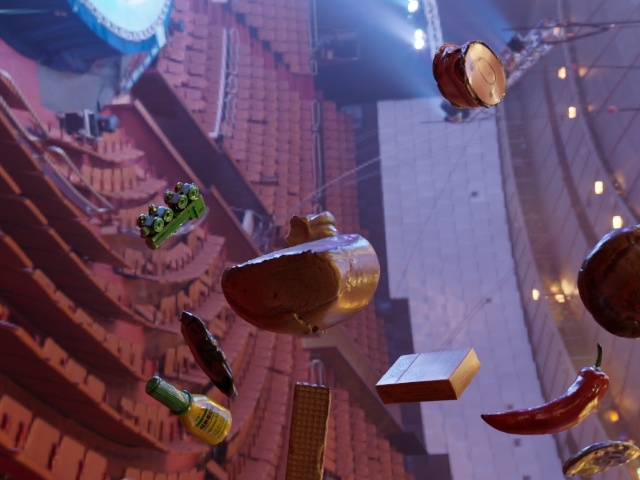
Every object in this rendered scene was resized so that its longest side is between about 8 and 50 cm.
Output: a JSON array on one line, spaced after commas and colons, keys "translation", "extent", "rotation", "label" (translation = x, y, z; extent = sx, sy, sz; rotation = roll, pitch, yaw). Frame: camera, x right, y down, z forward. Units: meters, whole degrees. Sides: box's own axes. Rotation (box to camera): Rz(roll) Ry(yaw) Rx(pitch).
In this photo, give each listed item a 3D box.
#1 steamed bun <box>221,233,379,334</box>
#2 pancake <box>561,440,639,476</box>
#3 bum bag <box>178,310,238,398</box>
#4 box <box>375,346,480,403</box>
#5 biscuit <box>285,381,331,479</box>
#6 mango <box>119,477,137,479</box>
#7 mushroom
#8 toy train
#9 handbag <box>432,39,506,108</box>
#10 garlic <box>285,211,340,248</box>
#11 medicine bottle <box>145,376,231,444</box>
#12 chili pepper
[{"translation": [-0.038, 0.112, 1.358], "extent": [0.251, 0.301, 0.199], "rotation": [-19, 94, -59], "label": "steamed bun"}, {"translation": [0.807, 0.629, 1.839], "extent": [0.223, 0.236, 0.042], "rotation": [106, -22, -44], "label": "pancake"}, {"translation": [-0.347, 0.355, 1.997], "extent": [0.142, 0.079, 0.326], "rotation": [-14, -74, 57], "label": "bum bag"}, {"translation": [0.322, 0.410, 1.920], "extent": [0.174, 0.274, 0.076], "rotation": [-34, 102, -46], "label": "box"}, {"translation": [-0.036, 0.521, 1.516], "extent": [0.054, 0.094, 0.379], "rotation": [-37, 132, -82], "label": "biscuit"}, {"translation": [-0.446, 0.583, 1.429], "extent": [0.102, 0.085, 0.184], "rotation": [-38, 157, -34], "label": "mango"}, {"translation": [0.738, 0.098, 1.492], "extent": [0.254, 0.267, 0.267], "rotation": [27, 57, -65], "label": "mushroom"}, {"translation": [-0.443, -0.073, 1.901], "extent": [0.251, 0.085, 0.119], "rotation": [-51, 143, -38], "label": "toy train"}, {"translation": [0.417, -0.464, 1.785], "extent": [0.205, 0.116, 0.179], "rotation": [46, 63, -27], "label": "handbag"}, {"translation": [0.000, 0.000, 1.641], "extent": [0.194, 0.127, 0.131], "rotation": [35, 55, -65], "label": "garlic"}, {"translation": [-0.379, 0.482, 1.829], "extent": [0.309, 0.076, 0.111], "rotation": [45, 54, -35], "label": "medicine bottle"}, {"translation": [0.591, 0.398, 1.582], "extent": [0.137, 0.368, 0.092], "rotation": [59, -10, 20], "label": "chili pepper"}]
